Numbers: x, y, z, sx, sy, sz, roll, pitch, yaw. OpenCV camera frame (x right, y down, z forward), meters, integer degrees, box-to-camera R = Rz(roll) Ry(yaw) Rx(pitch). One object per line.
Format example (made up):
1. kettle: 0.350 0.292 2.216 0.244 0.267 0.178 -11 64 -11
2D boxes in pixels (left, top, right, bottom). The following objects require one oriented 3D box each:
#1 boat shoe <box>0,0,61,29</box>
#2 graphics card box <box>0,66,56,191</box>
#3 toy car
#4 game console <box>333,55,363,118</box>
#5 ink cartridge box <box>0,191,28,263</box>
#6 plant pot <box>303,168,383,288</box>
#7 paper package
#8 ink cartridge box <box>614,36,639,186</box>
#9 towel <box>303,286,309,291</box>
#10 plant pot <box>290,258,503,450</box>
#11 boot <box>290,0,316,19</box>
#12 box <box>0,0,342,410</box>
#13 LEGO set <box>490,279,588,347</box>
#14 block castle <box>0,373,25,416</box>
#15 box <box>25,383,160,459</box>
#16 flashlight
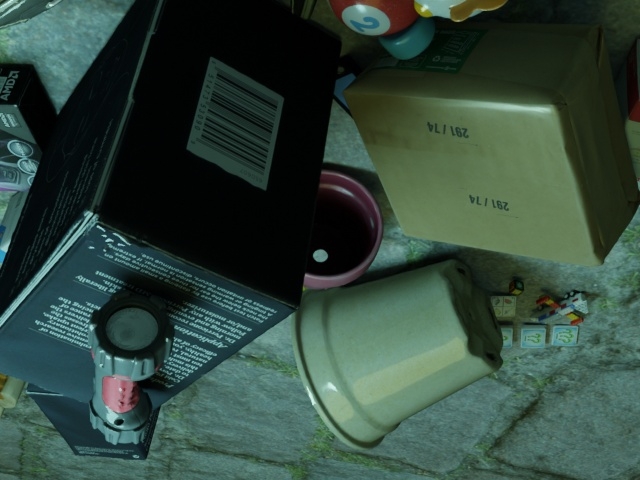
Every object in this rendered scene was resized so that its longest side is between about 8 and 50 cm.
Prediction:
1. boat shoe: -0.332 -0.359 1.313 0.335 0.112 0.095 -32 143 16
2. graphics card box: -0.631 -0.187 1.704 0.371 0.094 0.232 2 144 9
3. toy car: 0.129 -0.310 1.176 0.210 0.238 0.219 -48 131 7
4. game console: 0.059 -0.213 1.520 0.107 0.071 0.122 -19 136 34
5. ink cartridge box: -0.511 -0.042 1.837 0.082 0.139 0.191 34 138 -32
6. plant pot: 0.000 0.000 1.749 0.202 0.201 0.180 10 160 -1
7. paper package: 0.242 -0.139 1.387 0.325 0.168 0.309 10 141 37
8. ink cartridge box: 0.480 -0.174 1.425 0.128 0.127 0.176 11 145 -1
9. towel: -0.107 0.120 2.075 0.237 0.021 0.102 -6 141 22
10. plant pot: 0.163 0.189 1.892 0.306 0.333 0.334 -26 133 24
11. boot: -0.076 -0.400 1.279 0.179 0.085 0.236 10 139 3
12. box: -0.235 -0.063 1.446 0.298 0.479 0.472 27 142 -24
13. LEGO set: 0.425 0.161 1.977 0.183 0.060 0.244 0 144 8
14. block castle: -0.884 0.273 2.321 0.453 0.212 0.303 -21 128 30
15. box: -0.450 0.268 2.126 0.183 0.296 0.294 2 145 12
16. flashlight: -0.247 0.178 1.287 0.103 0.103 0.304 8 145 -7
